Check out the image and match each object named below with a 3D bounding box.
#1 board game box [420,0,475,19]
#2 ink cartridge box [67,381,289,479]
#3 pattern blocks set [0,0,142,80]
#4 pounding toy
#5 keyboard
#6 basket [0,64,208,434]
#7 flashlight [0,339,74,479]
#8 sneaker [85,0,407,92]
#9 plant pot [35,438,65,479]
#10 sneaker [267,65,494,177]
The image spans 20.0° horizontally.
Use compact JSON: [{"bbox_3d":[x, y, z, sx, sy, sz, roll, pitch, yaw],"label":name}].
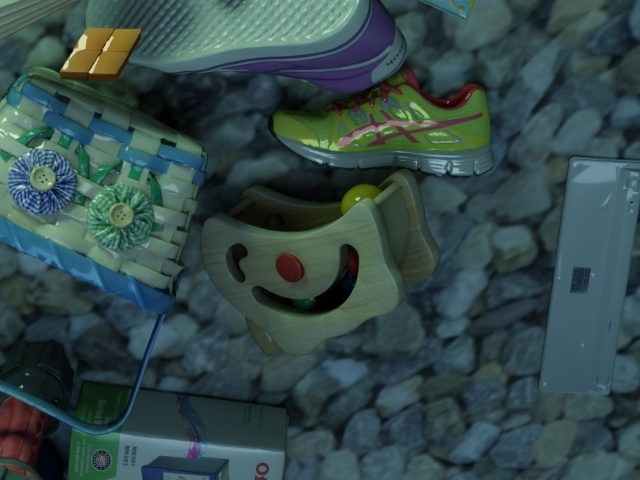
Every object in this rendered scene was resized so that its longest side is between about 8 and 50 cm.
[{"bbox_3d":[0.116,-0.348,1.481,0.142,0.144,0.275,23,115,-11],"label":"board game box"},{"bbox_3d":[-0.144,0.239,1.806,0.212,0.093,0.154,7,116,-5],"label":"ink cartridge box"},{"bbox_3d":[-0.235,-0.258,1.490,0.325,0.026,0.285,-38,82,-15],"label":"pattern blocks set"},{"bbox_3d":[0.000,0.000,1.673,0.269,0.155,0.154,-29,98,43],"label":"pounding toy"},{"bbox_3d":[0.260,0.038,1.746,0.072,0.014,0.256,6,116,4],"label":"keyboard"},{"bbox_3d":[-0.245,0.004,1.621,0.254,0.201,0.289,22,100,-11],"label":"basket"},{"bbox_3d":[-0.279,0.191,1.665,0.103,0.304,0.103,-7,116,5],"label":"flashlight"},{"bbox_3d":[-0.061,-0.175,1.595,0.282,0.161,0.102,8,79,27],"label":"sneaker"},{"bbox_3d":[-0.379,0.297,1.765,0.212,0.236,0.236,22,114,-16],"label":"plant pot"},{"bbox_3d":[0.057,-0.114,1.642,0.208,0.081,0.094,3,109,-7],"label":"sneaker"}]
